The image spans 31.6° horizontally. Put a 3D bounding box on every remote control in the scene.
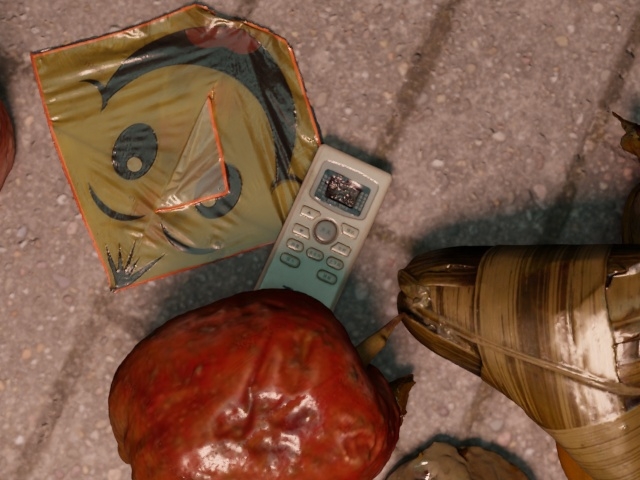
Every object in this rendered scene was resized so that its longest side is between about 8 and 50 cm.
[{"bbox_3d":[0.000,0.000,1.183,0.088,0.029,0.190,26,86,-3],"label":"remote control"}]

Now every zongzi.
[{"bbox_3d":[0.213,0.147,1.098,0.286,0.134,0.288,0,96,32],"label":"zongzi"}]

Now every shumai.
[{"bbox_3d":[0.135,0.301,1.117,0.201,0.120,0.201,0,83,1],"label":"shumai"}]

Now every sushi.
[{"bbox_3d":[0.065,0.179,1.165,0.050,0.047,0.099,35,100,13],"label":"sushi"}]

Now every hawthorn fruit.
[{"bbox_3d":[-0.061,0.169,1.055,0.262,0.258,0.258,-14,83,25],"label":"hawthorn fruit"}]

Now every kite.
[{"bbox_3d":[-0.152,-0.093,1.203,0.378,0.013,0.327,23,84,-1],"label":"kite"}]

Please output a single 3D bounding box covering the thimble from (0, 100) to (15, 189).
[{"bbox_3d":[-0.432,-0.108,1.119,0.239,0.162,0.239,1,81,-5],"label":"thimble"}]

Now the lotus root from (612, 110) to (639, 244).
[{"bbox_3d":[0.377,-0.012,1.150,0.154,0.154,0.278,-12,81,-4],"label":"lotus root"}]

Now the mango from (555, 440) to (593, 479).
[{"bbox_3d":[0.286,0.184,1.157,0.102,0.085,0.184,-15,73,3],"label":"mango"}]
